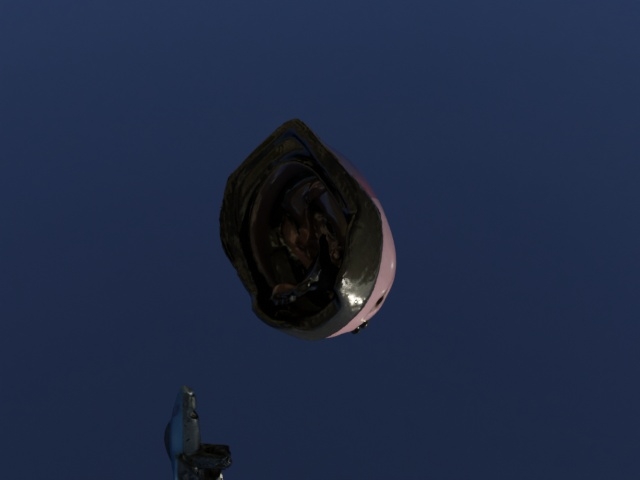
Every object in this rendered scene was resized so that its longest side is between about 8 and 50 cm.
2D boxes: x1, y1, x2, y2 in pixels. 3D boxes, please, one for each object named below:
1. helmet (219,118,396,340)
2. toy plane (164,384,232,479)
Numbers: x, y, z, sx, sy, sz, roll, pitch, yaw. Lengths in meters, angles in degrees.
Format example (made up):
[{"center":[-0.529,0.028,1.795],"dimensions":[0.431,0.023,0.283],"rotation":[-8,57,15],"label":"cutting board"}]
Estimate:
[{"center":[0.000,0.000,1.197],"dimensions":[0.154,0.198,0.253],"rotation":[26,-143,-37],"label":"helmet"},{"center":[-0.118,0.245,0.999],"dimensions":[0.078,0.246,0.169],"rotation":[11,-152,6],"label":"toy plane"}]
